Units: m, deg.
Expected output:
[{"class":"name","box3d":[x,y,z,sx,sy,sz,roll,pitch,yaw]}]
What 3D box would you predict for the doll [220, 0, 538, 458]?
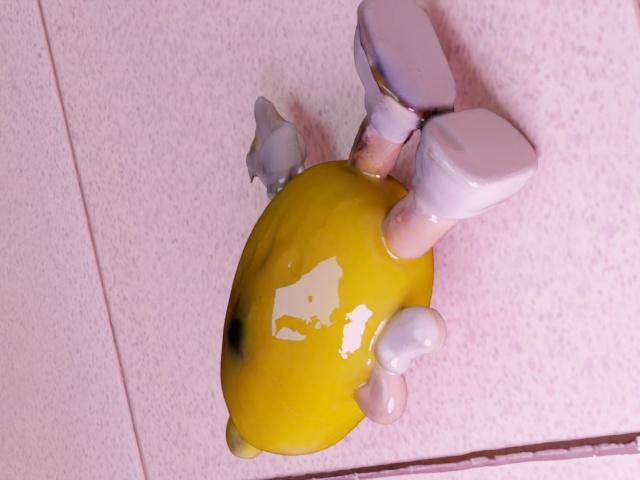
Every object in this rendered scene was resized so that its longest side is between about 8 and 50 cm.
[{"class":"doll","box3d":[0.019,-0.004,1.381,0.423,0.161,0.348,-28,63,56]}]
